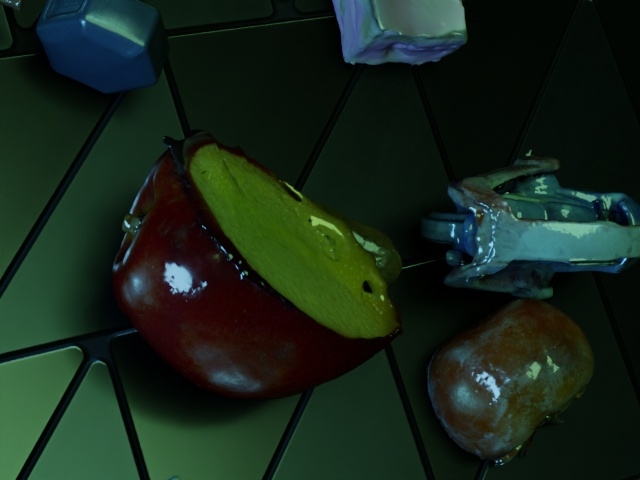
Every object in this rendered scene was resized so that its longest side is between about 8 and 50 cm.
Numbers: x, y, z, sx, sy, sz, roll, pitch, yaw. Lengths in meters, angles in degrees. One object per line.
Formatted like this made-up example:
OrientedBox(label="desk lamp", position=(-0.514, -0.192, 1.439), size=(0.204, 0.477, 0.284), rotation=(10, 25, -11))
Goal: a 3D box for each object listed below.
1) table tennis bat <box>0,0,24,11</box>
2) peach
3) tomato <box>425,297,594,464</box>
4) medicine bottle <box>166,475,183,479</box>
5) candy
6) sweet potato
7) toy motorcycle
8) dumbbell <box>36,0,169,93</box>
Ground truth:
OrientedBox(label="table tennis bat", position=(-0.417, -0.293, 1.624), size=(0.170, 0.119, 0.107), rotation=(16, 91, 3))
OrientedBox(label="peach", position=(-0.084, 0.059, 1.562), size=(0.362, 0.201, 0.257), rotation=(31, 30, -28))
OrientedBox(label="tomato", position=(0.255, 0.165, 1.716), size=(0.214, 0.155, 0.180), rotation=(-36, 87, -30))
OrientedBox(label="medicine bottle", position=(-0.120, 0.367, 1.498), size=(0.121, 0.083, 0.228), rotation=(-32, 87, -28))
OrientedBox(label="candy", position=(0.095, -0.370, 1.838), size=(0.156, 0.116, 0.265), rotation=(-4, 74, -28))
OrientedBox(label="sweet potato", position=(0.000, -0.006, 1.701), size=(0.233, 0.062, 0.081), rotation=(20, 66, -16))
OrientedBox(label="toy motorcycle", position=(0.295, 0.006, 1.752), size=(0.319, 0.182, 0.241), rotation=(-3, 34, -26))
OrientedBox(label="dumbbell", position=(-0.222, -0.334, 1.655), size=(0.144, 0.156, 0.316), rotation=(12, 64, 10))
